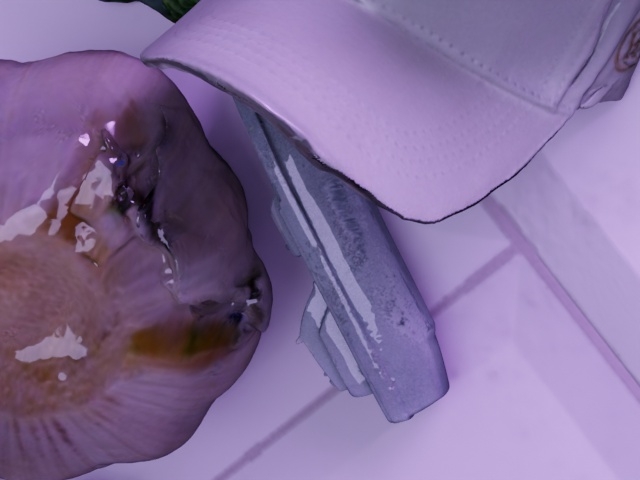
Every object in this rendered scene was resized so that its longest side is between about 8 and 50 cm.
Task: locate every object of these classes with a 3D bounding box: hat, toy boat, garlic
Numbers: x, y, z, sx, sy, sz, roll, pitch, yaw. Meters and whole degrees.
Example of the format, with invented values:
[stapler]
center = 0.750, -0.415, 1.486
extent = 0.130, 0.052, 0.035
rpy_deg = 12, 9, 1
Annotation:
[hat]
center = 0.039, -0.157, 0.615
extent = 0.258, 0.301, 0.168
rpy_deg = 29, 135, 19
[toy boat]
center = 0.000, 0.000, 0.757
extent = 0.085, 0.078, 0.260
rpy_deg = -27, 89, 14
[garlic]
center = -0.192, 0.023, 0.770
extent = 0.322, 0.241, 0.321
rpy_deg = 0, 91, 16

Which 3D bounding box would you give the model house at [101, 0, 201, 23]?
[model house]
center = -0.155, -0.245, 0.729
extent = 0.214, 0.189, 0.195
rpy_deg = 28, 109, 19
